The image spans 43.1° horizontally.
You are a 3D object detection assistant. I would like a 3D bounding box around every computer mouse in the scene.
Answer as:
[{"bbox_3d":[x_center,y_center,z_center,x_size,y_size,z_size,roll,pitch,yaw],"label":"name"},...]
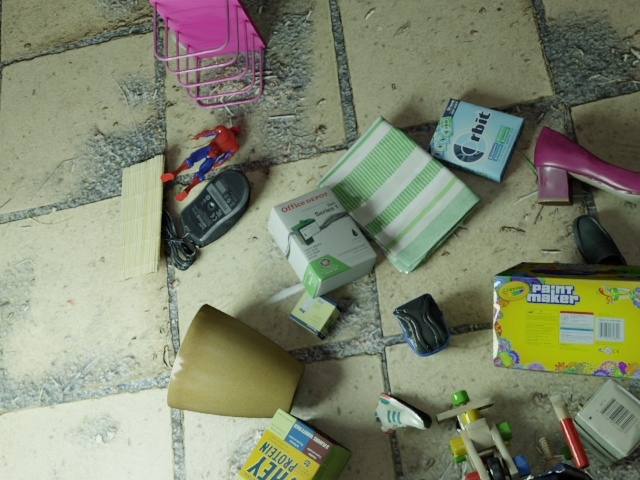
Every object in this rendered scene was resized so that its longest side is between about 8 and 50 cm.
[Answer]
[{"bbox_3d":[-0.273,-0.065,1.988,0.272,0.072,0.188,-38,65,11],"label":"computer mouse"}]

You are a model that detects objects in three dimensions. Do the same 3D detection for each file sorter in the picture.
[{"bbox_3d":[-0.273,-0.471,2.009,0.202,0.291,0.182,-6,73,12],"label":"file sorter"}]

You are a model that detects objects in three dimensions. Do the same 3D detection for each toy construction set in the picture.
[{"bbox_3d":[0.341,0.375,1.569,0.308,0.257,0.237,-29,57,24],"label":"toy construction set"}]

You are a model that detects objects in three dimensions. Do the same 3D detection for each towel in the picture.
[{"bbox_3d":[0.173,-0.110,1.884,0.248,0.038,0.325,-47,67,4],"label":"towel"}]

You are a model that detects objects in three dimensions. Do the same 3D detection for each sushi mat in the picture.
[{"bbox_3d":[-0.451,-0.057,2.025,0.151,0.019,0.317,-16,66,35],"label":"sushi mat"}]

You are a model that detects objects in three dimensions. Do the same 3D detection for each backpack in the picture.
[{"bbox_3d":[0.227,0.189,1.749,0.098,0.101,0.120,-29,71,5],"label":"backpack"}]

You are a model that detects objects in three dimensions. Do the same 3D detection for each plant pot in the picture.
[{"bbox_3d":[-0.171,0.289,1.763,0.254,0.237,0.237,18,76,6],"label":"plant pot"}]

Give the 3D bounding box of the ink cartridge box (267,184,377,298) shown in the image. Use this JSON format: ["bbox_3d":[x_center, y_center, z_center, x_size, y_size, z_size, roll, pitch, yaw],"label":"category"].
[{"bbox_3d":[0.000,0.000,1.849,0.160,0.093,0.219,-23,65,-24],"label":"ink cartridge box"}]

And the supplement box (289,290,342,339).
[{"bbox_3d":[-0.011,0.166,1.841,0.083,0.056,0.083,30,80,22],"label":"supplement box"}]

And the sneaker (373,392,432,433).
[{"bbox_3d":[0.169,0.378,1.695,0.161,0.057,0.075,20,85,56],"label":"sneaker"}]

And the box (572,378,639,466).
[{"bbox_3d":[0.543,0.347,1.517,0.094,0.275,0.113,-46,69,-5],"label":"box"}]

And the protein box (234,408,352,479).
[{"bbox_3d":[-0.058,0.476,1.664,0.136,0.201,0.200,29,80,21],"label":"protein box"}]

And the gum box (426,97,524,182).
[{"bbox_3d":[0.362,-0.236,1.897,0.184,0.041,0.157,21,78,21],"label":"gum box"}]

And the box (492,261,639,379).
[{"bbox_3d":[0.504,0.144,1.554,0.289,0.279,0.177,1,94,24],"label":"box"}]

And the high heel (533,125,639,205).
[{"bbox_3d":[0.653,-0.170,1.748,0.377,0.127,0.181,1,82,18],"label":"high heel"}]

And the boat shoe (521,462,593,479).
[{"bbox_3d":[0.458,0.511,1.444,0.158,0.340,0.127,-35,39,25],"label":"boat shoe"}]

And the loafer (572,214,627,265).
[{"bbox_3d":[0.606,0.037,1.718,0.076,0.078,0.223,-24,67,4],"label":"loafer"}]

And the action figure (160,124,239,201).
[{"bbox_3d":[-0.303,-0.198,2.005,0.139,0.091,0.280,-16,25,45],"label":"action figure"}]
